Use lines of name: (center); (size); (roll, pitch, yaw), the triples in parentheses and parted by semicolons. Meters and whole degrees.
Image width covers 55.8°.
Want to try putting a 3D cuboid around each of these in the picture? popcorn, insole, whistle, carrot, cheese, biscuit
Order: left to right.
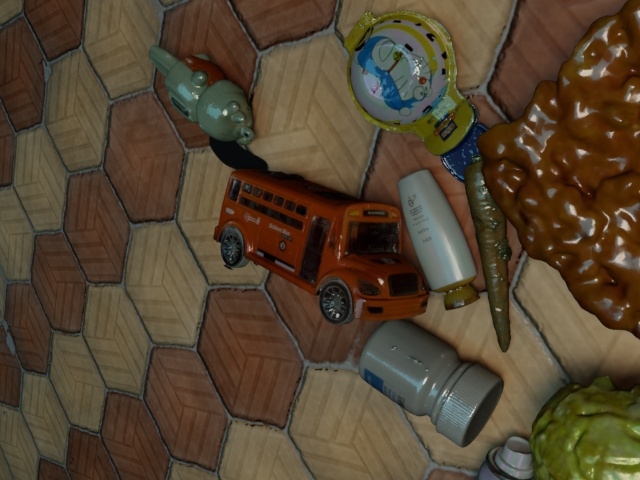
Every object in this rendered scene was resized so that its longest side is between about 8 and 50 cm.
whistle: (-0.192, -0.240, 0.986); (0.253, 0.106, 0.102); (40, 131, 20)
insole: (-0.141, -0.144, 1.027); (0.152, 0.002, 0.053); (31, 117, 31)
cheese: (0.125, -0.185, 0.762); (0.250, 0.064, 0.156); (48, 127, 7)
carrot: (0.213, 0.019, 0.745); (0.049, 0.049, 0.254); (-1, 104, 40)
popcorn: (0.330, 0.226, 0.620); (0.212, 0.198, 0.198); (-24, 83, 13)
biscuit: (0.341, -0.064, 0.579); (0.318, 0.110, 0.312); (54, 126, 18)

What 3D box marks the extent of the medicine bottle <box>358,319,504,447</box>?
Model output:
medicine bottle: (0.142, 0.181, 0.795); (0.168, 0.105, 0.105); (29, 116, 32)

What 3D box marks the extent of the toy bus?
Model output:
toy bus: (0.000, 0.000, 0.832); (0.329, 0.143, 0.153); (25, 108, 44)

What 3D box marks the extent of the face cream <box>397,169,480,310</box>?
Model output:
face cream: (0.152, -0.001, 0.784); (0.072, 0.051, 0.182); (-27, 81, 42)

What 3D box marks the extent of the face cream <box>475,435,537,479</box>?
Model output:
face cream: (0.225, 0.357, 0.782); (0.075, 0.075, 0.229); (25, 115, 34)
